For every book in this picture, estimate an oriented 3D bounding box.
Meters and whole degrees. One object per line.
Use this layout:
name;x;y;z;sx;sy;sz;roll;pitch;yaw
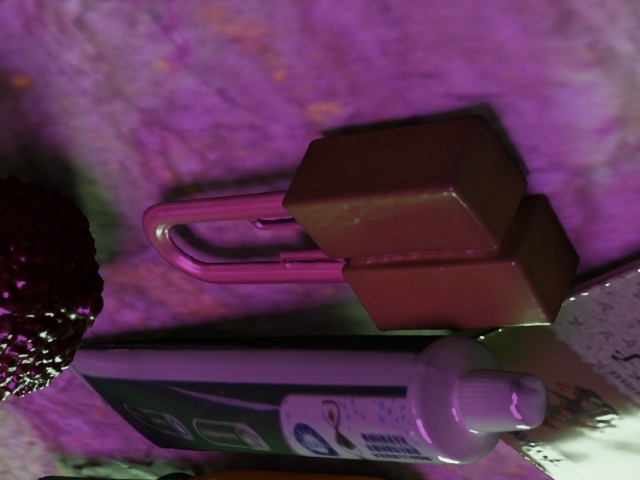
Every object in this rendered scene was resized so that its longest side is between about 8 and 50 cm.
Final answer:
book;0.156;0.070;0.822;0.138;0.016;0.199;39;142;-19

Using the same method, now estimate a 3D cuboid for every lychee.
lychee;-0.177;0.025;0.904;0.129;0.123;0.123;-10;128;34

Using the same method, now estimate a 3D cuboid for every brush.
brush;0.000;0.000;0.820;0.233;0.047;0.103;-5;135;38

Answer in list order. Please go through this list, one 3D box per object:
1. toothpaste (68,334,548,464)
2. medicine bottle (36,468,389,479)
toothpaste;-0.019;0.085;0.905;0.098;0.061;0.392;48;151;-24
medicine bottle;-0.070;0.187;1.057;0.309;0.076;0.111;-2;131;34
